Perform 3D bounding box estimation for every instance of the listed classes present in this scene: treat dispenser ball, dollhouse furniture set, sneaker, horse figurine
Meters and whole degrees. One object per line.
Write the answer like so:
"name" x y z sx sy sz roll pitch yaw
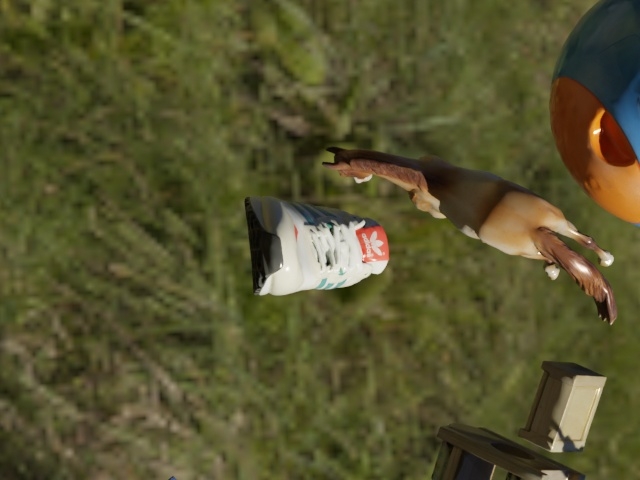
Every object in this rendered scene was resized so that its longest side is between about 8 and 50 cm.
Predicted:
"treat dispenser ball" 0.396 -0.152 2.097 0.288 0.288 0.288 177 -90 -78
"dollhouse furniture set" 0.155 0.167 1.363 0.101 0.161 0.182 23 -81 37
"sneaker" 0.000 0.000 1.088 0.161 0.075 0.057 16 68 -86
"horse figurine" 0.149 -0.020 1.652 0.263 0.174 0.066 29 -90 35

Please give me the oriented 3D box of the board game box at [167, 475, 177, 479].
"board game box" -0.059 0.267 1.364 0.201 0.035 0.136 49 -17 8
